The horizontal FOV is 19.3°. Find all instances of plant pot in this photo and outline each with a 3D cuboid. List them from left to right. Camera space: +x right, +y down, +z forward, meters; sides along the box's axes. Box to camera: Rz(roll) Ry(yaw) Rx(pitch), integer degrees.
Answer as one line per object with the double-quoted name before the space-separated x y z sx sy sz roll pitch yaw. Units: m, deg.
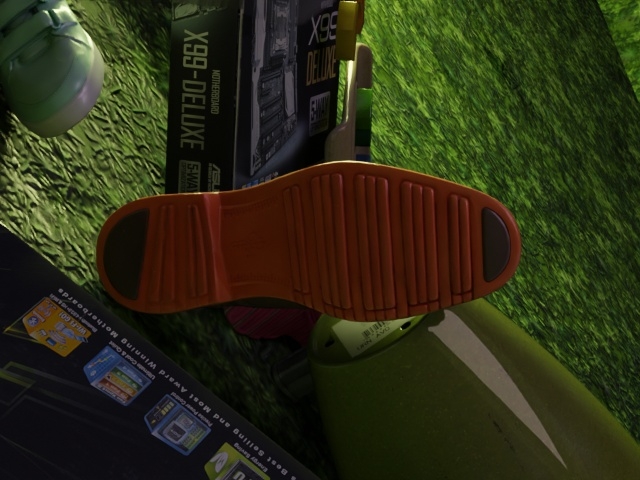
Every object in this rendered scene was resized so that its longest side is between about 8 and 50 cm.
"plant pot" 0.120 0.171 1.640 0.293 0.274 0.275 57 20 -24

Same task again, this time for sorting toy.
"sorting toy" 0.038 -0.115 1.988 0.229 0.041 0.307 -75 168 -59

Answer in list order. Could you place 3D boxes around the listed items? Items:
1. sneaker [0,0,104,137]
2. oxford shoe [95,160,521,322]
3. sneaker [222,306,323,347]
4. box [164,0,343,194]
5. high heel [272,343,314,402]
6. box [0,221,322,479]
"sneaker" -0.274 -0.200 1.590 0.151 0.094 0.256 43 15 -46
"oxford shoe" 0.000 0.000 1.582 0.132 0.363 0.130 -1 92 -69
"sneaker" -0.033 0.033 1.811 0.252 0.103 0.111 35 26 -57
"box" -0.060 -0.170 1.869 0.307 0.076 0.242 -29 124 -69
"high heel" 0.102 0.144 1.812 0.261 0.186 0.093 39 28 -39
"box" -0.204 0.144 1.005 0.395 0.097 0.318 39 42 6
